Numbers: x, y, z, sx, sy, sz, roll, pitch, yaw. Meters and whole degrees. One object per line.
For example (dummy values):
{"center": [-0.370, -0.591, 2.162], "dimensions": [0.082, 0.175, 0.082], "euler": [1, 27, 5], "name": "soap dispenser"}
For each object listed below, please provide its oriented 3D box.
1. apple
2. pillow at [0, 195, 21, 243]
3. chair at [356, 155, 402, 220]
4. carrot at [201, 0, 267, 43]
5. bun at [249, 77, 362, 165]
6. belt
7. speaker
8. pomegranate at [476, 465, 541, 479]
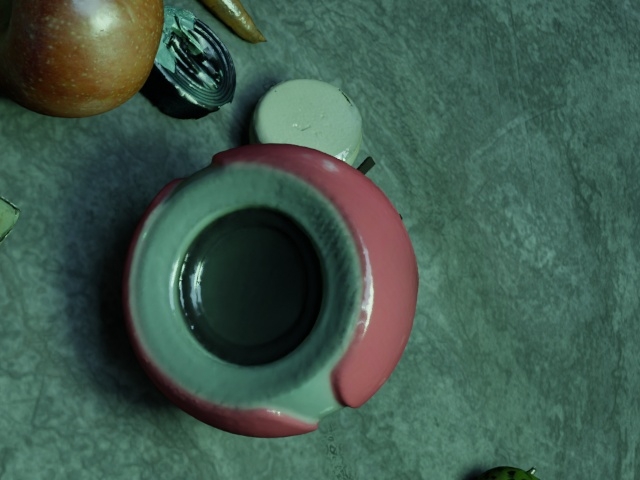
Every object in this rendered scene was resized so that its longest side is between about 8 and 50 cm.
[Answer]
{"center": [-0.230, -0.215, 0.982], "dimensions": [0.162, 0.201, 0.201], "euler": [5, 76, -32], "name": "apple"}
{"center": [-0.401, 0.036, 0.855], "dimensions": [0.185, 0.075, 0.302], "euler": [41, 55, -25], "name": "pillow"}
{"center": [0.000, 0.000, 1.208], "dimensions": [0.212, 0.084, 0.101], "euler": [-46, 117, -38], "name": "chair"}
{"center": [-0.139, -0.306, 1.192], "dimensions": [0.224, 0.057, 0.057], "euler": [47, 53, -28], "name": "carrot"}
{"center": [-0.020, -0.118, 1.221], "dimensions": [0.138, 0.094, 0.138], "euler": [3, 63, -6], "name": "bun"}
{"center": [-0.155, -0.199, 1.139], "dimensions": [0.140, 0.058, 0.105], "euler": [41, 52, -25], "name": "belt"}
{"center": [-0.056, 0.052, 1.021], "dimensions": [0.294, 0.294, 0.294], "euler": [12, 72, -39], "name": "speaker"}
{"center": [0.242, 0.366, 1.320], "dimensions": [0.122, 0.122, 0.161], "euler": [19, 95, -37], "name": "pomegranate"}
